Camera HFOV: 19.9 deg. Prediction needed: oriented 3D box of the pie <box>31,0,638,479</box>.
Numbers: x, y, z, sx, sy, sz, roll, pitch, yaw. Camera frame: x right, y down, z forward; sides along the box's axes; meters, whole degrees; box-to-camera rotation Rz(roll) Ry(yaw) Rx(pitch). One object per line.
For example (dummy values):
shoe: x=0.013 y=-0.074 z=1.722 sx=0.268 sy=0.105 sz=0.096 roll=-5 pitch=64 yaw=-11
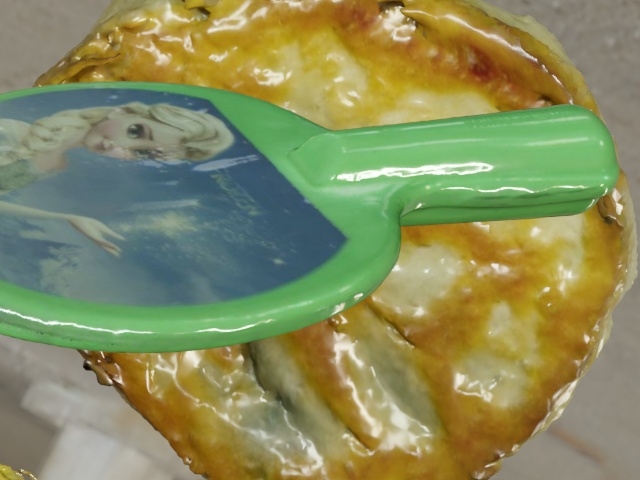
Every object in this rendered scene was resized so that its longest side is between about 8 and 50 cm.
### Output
pie: x=0.000 y=0.000 z=0.912 sx=0.315 sy=0.315 sz=0.092 roll=26 pitch=-164 yaw=2

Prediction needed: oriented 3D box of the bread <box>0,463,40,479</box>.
bread: x=-0.162 y=0.183 z=0.844 sx=0.251 sy=0.174 sz=0.133 roll=37 pitch=-159 yaw=-20

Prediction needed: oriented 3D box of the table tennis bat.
table tennis bat: x=-0.016 y=-0.017 z=0.589 sx=0.257 sy=0.039 sz=0.160 roll=-6 pitch=-149 yaw=-25
